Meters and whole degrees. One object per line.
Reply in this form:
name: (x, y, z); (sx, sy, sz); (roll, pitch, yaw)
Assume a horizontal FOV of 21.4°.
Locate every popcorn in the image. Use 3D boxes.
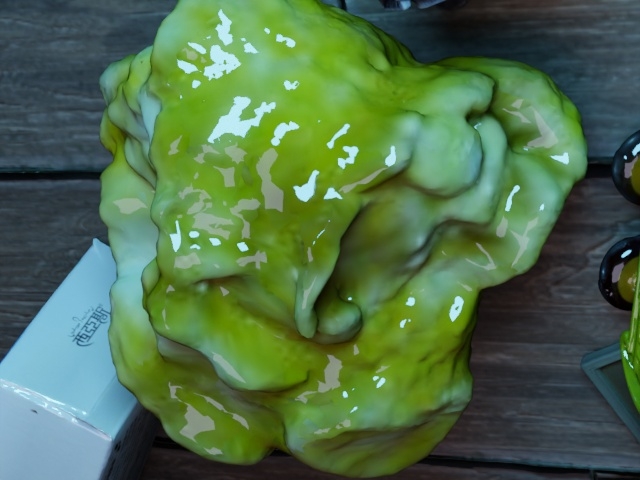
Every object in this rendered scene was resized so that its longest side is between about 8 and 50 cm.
popcorn: (-0.005, -0.010, 1.185); (0.292, 0.294, 0.334); (-4, 140, -28)

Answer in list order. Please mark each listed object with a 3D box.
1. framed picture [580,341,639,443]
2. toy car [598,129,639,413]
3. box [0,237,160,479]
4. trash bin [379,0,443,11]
framed picture: (0.344, 0.114, 1.252); (0.250, 0.016, 0.184); (-28, 110, 36)
toy car: (0.283, 0.018, 1.115); (0.142, 0.200, 0.248); (-2, 118, -10)
box: (-0.211, 0.172, 1.403); (0.116, 0.203, 0.274); (26, 126, 4)
trash bin: (0.072, -0.277, 1.005); (0.161, 0.184, 0.239); (-17, 104, 32)
